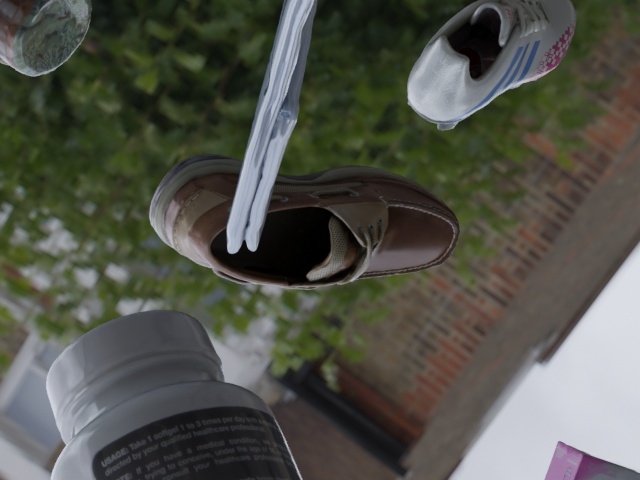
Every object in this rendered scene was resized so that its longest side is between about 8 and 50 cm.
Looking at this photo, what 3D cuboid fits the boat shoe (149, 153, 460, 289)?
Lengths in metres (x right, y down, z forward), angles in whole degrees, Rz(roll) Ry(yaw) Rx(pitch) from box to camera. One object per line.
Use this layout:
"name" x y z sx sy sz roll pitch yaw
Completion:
"boat shoe" 0.000 0.000 1.587 0.324 0.123 0.116 2 -153 -31

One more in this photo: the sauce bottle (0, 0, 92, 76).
"sauce bottle" -0.384 -0.287 1.696 0.344 0.111 0.111 34 -160 25

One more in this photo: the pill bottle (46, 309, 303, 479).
"pill bottle" -0.089 0.212 1.200 0.176 0.176 0.318 10 -136 -44

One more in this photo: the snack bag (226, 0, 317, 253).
"snack bag" -0.007 -0.208 1.363 0.037 0.342 0.323 15 -131 -3

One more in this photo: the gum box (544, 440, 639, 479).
"gum box" 0.302 0.276 1.624 0.188 0.107 0.062 20 180 -17

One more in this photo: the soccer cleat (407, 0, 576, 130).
"soccer cleat" 0.236 -0.257 2.111 0.116 0.143 0.331 39 -130 14
